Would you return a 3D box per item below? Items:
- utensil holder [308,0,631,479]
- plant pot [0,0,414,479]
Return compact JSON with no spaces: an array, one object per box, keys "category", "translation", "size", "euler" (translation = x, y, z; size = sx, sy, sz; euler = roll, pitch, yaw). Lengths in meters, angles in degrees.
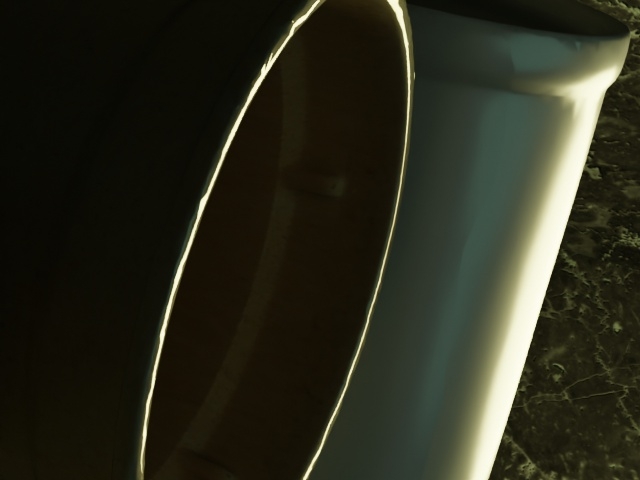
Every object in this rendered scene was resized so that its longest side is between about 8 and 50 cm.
[{"category":"utensil holder","translation":[0.000,0.000,1.196],"size":[0.327,0.328,0.385],"euler":[-40,146,-71]},{"category":"plant pot","translation":[-0.152,-0.016,0.907],"size":[0.334,0.305,0.334],"euler":[17,90,-74]}]
